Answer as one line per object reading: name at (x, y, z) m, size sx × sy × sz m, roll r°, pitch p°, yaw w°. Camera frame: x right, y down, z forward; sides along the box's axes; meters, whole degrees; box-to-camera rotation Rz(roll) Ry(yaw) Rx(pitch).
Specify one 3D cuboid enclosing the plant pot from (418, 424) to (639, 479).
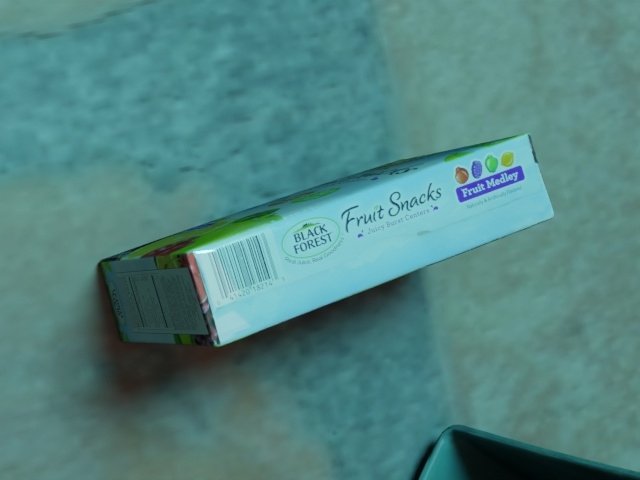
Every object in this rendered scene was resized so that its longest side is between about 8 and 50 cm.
plant pot at (0.145, 0.208, 0.598) m, size 0.234 × 0.165 × 0.165 m, roll 34°, pitch 75°, yaw -30°

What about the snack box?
snack box at (0.000, 0.000, 0.559) m, size 0.141 × 0.100 × 0.037 m, roll -19°, pitch 97°, yaw -24°
